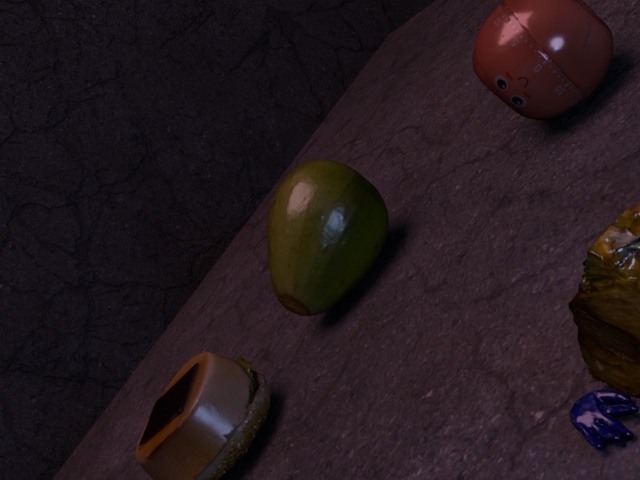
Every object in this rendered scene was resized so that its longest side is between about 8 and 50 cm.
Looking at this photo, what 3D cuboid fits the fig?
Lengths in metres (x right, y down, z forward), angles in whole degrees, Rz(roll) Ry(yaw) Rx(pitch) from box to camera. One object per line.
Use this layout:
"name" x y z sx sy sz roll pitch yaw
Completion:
"fig" 0.000 0.000 1.688 0.258 0.258 0.326 -11 57 67

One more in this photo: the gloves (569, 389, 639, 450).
"gloves" 0.293 0.181 0.825 0.064 0.026 0.086 -46 15 2

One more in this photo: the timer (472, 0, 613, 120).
"timer" 0.393 -0.333 1.429 0.215 0.230 0.229 -47 14 28

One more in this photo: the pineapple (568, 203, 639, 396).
"pineapple" 0.343 0.061 0.755 0.164 0.249 0.140 26 64 41

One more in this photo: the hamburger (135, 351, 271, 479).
"hamburger" -0.225 0.361 1.570 0.302 0.170 0.302 -47 17 20
